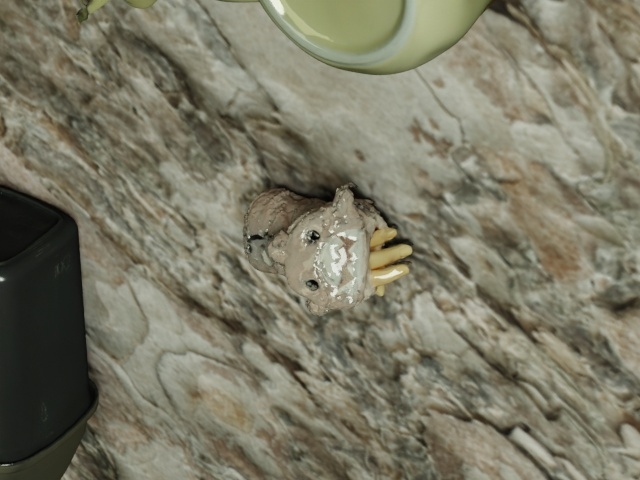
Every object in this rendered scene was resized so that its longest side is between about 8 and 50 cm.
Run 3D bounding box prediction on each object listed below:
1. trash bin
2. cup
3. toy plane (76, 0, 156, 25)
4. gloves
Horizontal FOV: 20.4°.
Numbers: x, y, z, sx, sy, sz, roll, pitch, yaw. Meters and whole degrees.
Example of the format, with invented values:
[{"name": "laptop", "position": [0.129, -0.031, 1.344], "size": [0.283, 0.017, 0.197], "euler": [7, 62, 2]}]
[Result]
[{"name": "trash bin", "position": [-0.333, 0.100, 1.738], "size": [0.209, 0.182, 0.290], "euler": [20, 125, 24]}, {"name": "cup", "position": [0.023, -0.234, 1.223], "size": [0.255, 0.202, 0.173], "euler": [19, 133, 25]}, {"name": "toy plane", "position": [-0.162, -0.264, 1.319], "size": [0.242, 0.104, 0.256], "euler": [25, 143, 27]}, {"name": "gloves", "position": [-0.002, 0.007, 1.502], "size": [0.144, 0.094, 0.110], "euler": [-3, 107, 46]}]
